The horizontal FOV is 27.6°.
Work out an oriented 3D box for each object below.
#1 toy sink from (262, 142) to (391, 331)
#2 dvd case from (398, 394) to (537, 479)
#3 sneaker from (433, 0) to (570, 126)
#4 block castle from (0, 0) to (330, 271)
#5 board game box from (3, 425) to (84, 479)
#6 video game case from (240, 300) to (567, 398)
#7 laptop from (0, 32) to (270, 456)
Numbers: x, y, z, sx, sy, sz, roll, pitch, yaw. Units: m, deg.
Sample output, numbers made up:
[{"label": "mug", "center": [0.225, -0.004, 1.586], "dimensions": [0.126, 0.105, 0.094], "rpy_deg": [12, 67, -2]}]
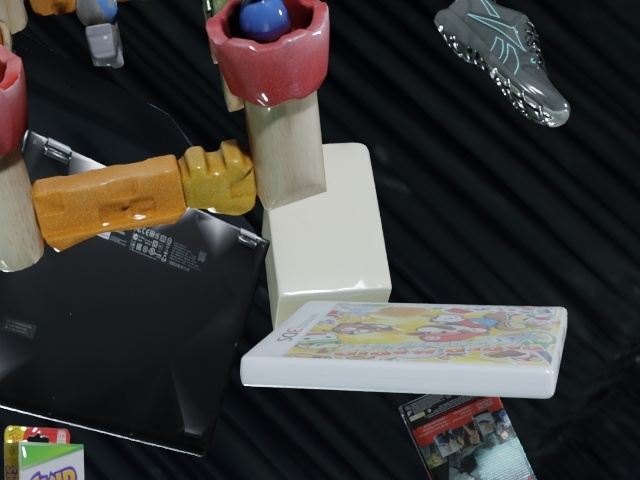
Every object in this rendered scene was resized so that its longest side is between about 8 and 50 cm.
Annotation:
[{"label": "toy sink", "center": [0.000, 0.000, 1.802], "dimensions": [0.153, 0.234, 0.131], "rpy_deg": [-5, 151, -8]}, {"label": "dvd case", "center": [0.130, 0.182, 1.128], "dimensions": [0.087, 0.119, 0.013], "rpy_deg": [-23, 171, -14]}, {"label": "sneaker", "center": [0.278, -0.273, 1.879], "dimensions": [0.106, 0.267, 0.101], "rpy_deg": [-41, 153, 0]}, {"label": "block castle", "center": [-0.177, -0.202, 1.046], "dimensions": [0.303, 0.453, 0.212], "rpy_deg": [-12, 128, -6]}, {"label": "board game box", "center": [-0.360, 0.373, 1.707], "dimensions": [0.039, 0.259, 0.124], "rpy_deg": [-16, 163, 30]}, {"label": "video game case", "center": [0.074, 0.080, 1.018], "dimensions": [0.206, 0.227, 0.026], "rpy_deg": [-35, 126, -74]}, {"label": "laptop", "center": [-0.269, -0.012, 1.436], "dimensions": [0.382, 0.236, 0.407], "rpy_deg": [26, 76, -49]}]
